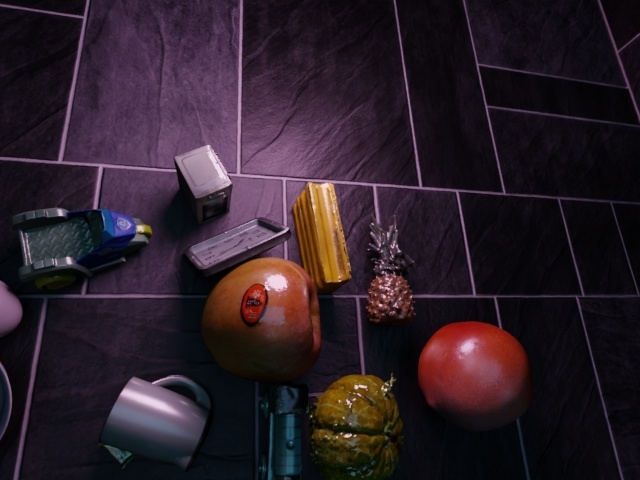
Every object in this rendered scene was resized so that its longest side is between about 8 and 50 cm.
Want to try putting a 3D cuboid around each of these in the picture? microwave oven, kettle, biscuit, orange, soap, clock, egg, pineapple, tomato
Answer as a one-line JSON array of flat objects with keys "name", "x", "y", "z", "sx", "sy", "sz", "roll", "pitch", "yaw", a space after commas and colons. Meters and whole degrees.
[{"name": "microwave oven", "x": -0.348, "y": -0.167, "z": 1.249, "sx": 0.129, "sy": 0.205, "sz": 0.163, "roll": -25, "pitch": 80, "yaw": -21}, {"name": "kettle", "x": -0.396, "y": 0.446, "z": 1.059, "sx": 0.236, "sy": 0.161, "sz": 0.221, "roll": 23, "pitch": 36, "yaw": -7}, {"name": "biscuit", "x": -0.520, "y": 0.538, "z": 1.056, "sx": 0.089, "sy": 0.016, "sz": 0.046, "roll": 44, "pitch": 67, "yaw": 3}, {"name": "orange", "x": 0.096, "y": 0.516, "z": 1.111, "sx": 0.300, "sy": 0.223, "sz": 0.302, "roll": -30, "pitch": 105, "yaw": -48}, {"name": "soap", "x": 0.000, "y": 0.001, "z": 1.285, "sx": 0.096, "sy": 0.204, "sz": 0.325, "roll": -5, "pitch": 73, "yaw": -20}, {"name": "clock", "x": -0.246, "y": 0.017, "z": 1.194, "sx": 0.278, "sy": 0.273, "sz": 0.049, "roll": -25, "pitch": 111, "yaw": -21}, {"name": "egg", "x": -0.866, "y": 0.163, "z": 1.012, "sx": 0.231, "sy": 0.176, "sz": 0.176, "roll": 20, "pitch": 67, "yaw": -19}, {"name": "pineapple", "x": 0.227, "y": 0.093, "z": 1.341, "sx": 0.165, "sy": 0.165, "sz": 0.365, "roll": 8, "pitch": 67, "yaw": -12}, {"name": "tomato", "x": 0.442, "y": 0.396, "z": 1.200, "sx": 0.320, "sy": 0.321, "sz": 0.322, "roll": 5, "pitch": 70, "yaw": -13}]

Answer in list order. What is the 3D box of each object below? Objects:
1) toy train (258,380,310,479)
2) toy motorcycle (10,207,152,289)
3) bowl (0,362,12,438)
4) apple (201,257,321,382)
[{"name": "toy train", "x": -0.094, "y": 0.520, "z": 1.081, "sx": 0.119, "sy": 0.194, "sz": 0.299, "roll": 5, "pitch": 71, "yaw": -15}, {"name": "toy motorcycle", "x": -0.639, "y": -0.007, "z": 1.121, "sx": 0.325, "sy": 0.200, "sz": 0.191, "roll": -16, "pitch": 75, "yaw": -17}, {"name": "bowl", "x": -0.860, "y": 0.354, "z": 0.935, "sx": 0.344, "sy": 0.157, "sz": 0.347, "roll": 0, "pitch": 91, "yaw": -13}, {"name": "apple", "x": -0.160, "y": 0.208, "z": 1.097, "sx": 0.304, "sy": 0.338, "sz": 0.339, "roll": -8, "pitch": 72, "yaw": 7}]
